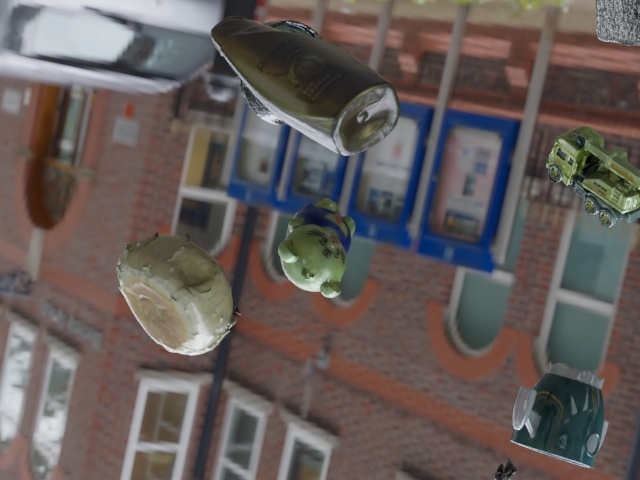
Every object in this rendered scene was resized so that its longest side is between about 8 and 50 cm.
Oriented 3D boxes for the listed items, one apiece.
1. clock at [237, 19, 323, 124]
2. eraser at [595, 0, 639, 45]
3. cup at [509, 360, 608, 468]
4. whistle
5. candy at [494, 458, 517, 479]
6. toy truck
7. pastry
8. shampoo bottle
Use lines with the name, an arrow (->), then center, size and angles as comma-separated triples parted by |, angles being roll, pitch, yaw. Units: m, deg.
clock -> -0.058, -0.293, 2.206 | 0.184, 0.185, 0.040 | 9, 177, -35
eraser -> 0.492, -0.322, 1.736 | 0.077, 0.111, 0.352 | -19, -158, -29
cup -> 0.462, 0.326, 2.409 | 0.167, 0.173, 0.299 | 10, 170, 44
whistle -> 0.000, 0.000, 1.755 | 0.105, 0.085, 0.227 | 42, -153, -12
candy -> 0.302, 0.407, 1.942 | 0.051, 0.094, 0.226 | 8, 152, 26
toy truck -> 0.416, -0.103, 1.875 | 0.077, 0.100, 0.169 | -24, -128, -25
pastry -> -0.176, 0.062, 1.535 | 0.165, 0.166, 0.088 | 15, -136, 38
shampoo bottle -> -0.033, -0.224, 1.712 | 0.125, 0.084, 0.350 | -34, -139, -14
